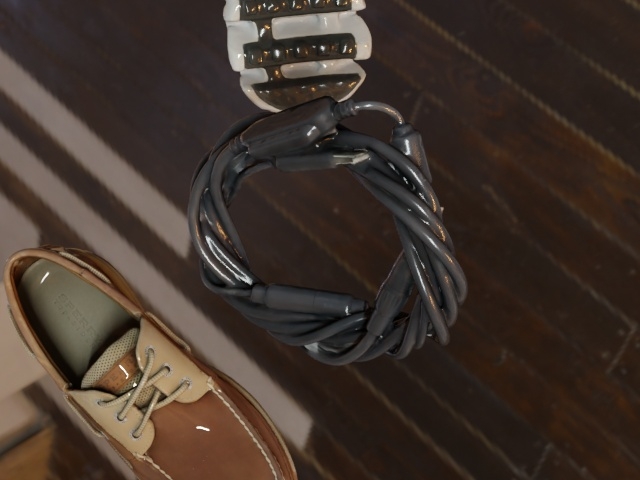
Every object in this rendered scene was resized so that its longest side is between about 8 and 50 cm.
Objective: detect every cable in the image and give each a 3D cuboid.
[{"bbox_3d":[0.000,0.000,0.679,0.184,0.047,0.151,-15,109,45],"label":"cable"}]

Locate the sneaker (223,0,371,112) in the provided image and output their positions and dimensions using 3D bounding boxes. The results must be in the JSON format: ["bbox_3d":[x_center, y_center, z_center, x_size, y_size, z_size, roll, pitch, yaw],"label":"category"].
[{"bbox_3d":[-0.028,-0.230,0.794,0.118,0.110,0.292,-131,42,-72],"label":"sneaker"}]

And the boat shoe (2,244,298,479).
[{"bbox_3d":[-0.155,0.123,1.043,0.324,0.123,0.116,39,176,18],"label":"boat shoe"}]
